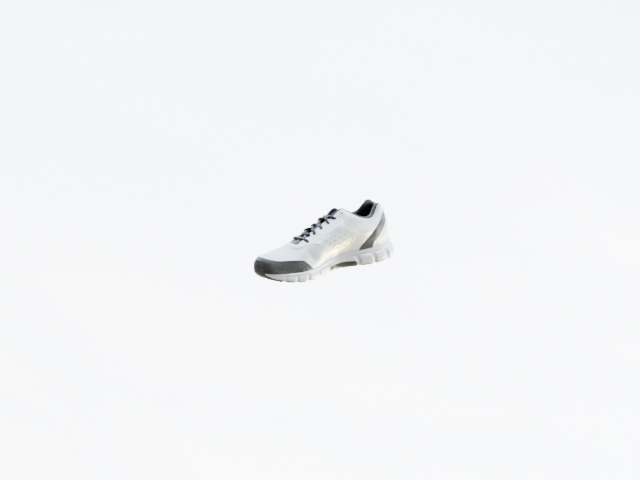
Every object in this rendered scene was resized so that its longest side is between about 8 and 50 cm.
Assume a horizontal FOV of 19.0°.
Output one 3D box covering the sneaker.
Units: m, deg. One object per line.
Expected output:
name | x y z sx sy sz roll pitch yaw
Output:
sneaker | 0.000 0.000 1.312 0.040 0.109 0.043 21 -58 53
